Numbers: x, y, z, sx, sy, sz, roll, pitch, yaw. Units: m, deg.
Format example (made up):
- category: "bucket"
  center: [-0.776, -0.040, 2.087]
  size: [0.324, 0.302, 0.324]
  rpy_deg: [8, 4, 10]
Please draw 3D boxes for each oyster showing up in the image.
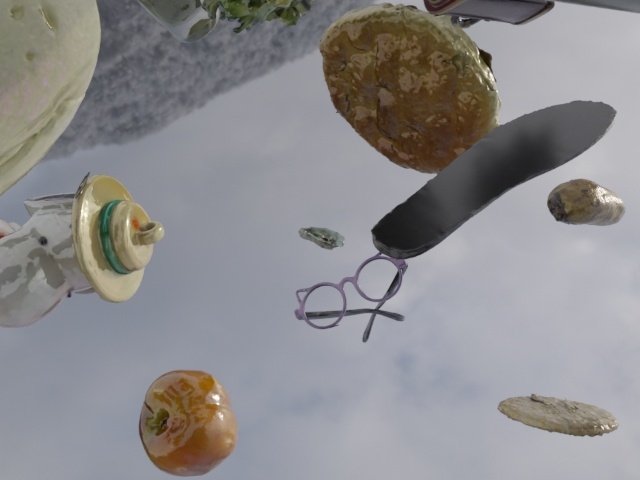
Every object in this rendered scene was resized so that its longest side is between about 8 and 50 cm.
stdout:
- category: "oyster"
  center: [-0.001, -0.001, 1.470]
  size: [0.098, 0.037, 0.100]
  rpy_deg: [11, -167, 1]

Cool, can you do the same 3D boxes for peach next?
- category: "peach"
  center: [-0.173, 0.242, 0.962]
  size: [0.138, 0.138, 0.138]
  rpy_deg: [-28, -154, 15]

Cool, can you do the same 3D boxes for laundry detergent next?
- category: "laundry detergent"
  center: [-0.225, -0.375, 1.058]
  size: [0.091, 0.181, 0.253]
  rpy_deg: [-38, 175, 5]

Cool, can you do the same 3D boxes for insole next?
- category: "insole"
  center: [0.181, -0.070, 0.743]
  size: [0.309, 0.012, 0.110]
  rpy_deg: [-35, -140, -21]

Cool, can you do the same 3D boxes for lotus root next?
- category: "lotus root"
  center: [0.573, -0.081, 1.555]
  size: [0.110, 0.258, 0.097]
  rpy_deg: [43, -62, 37]

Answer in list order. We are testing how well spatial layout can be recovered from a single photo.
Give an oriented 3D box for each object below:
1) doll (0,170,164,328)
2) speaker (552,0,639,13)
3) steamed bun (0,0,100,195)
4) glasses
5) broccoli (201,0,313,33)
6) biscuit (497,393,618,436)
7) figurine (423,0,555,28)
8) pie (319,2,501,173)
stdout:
- category: "doll"
  center: [-0.314, -0.007, 0.796]
  size: [0.208, 0.144, 0.271]
  rpy_deg: [-28, -148, -28]
- category: "speaker"
  center: [0.196, -0.340, 0.409]
  size: [0.184, 0.406, 0.183]
  rpy_deg: [8, 179, 9]
- category: "steamed bun"
  center: [-0.244, -0.092, 0.429]
  size: [0.250, 0.155, 0.200]
  rpy_deg: [-42, -140, -5]
- category: "glasses"
  center: [0.050, 0.072, 0.848]
  size: [0.139, 0.104, 0.063]
  rpy_deg: [-28, -118, 10]
- category: "broccoli"
  center: [-0.050, -0.395, 0.748]
  size: [0.272, 0.324, 0.334]
  rpy_deg: [9, -107, 49]
- category: "biscuit"
  center: [0.440, 0.322, 1.350]
  size: [0.219, 0.033, 0.220]
  rpy_deg: [4, -178, 0]
- category: "figurine"
  center: [0.186, -0.269, 0.797]
  size: [0.098, 0.154, 0.083]
  rpy_deg: [137, -53, -57]
- category: "pie"
  center: [0.149, -0.246, 1.202]
  size: [0.339, 0.339, 0.083]
  rpy_deg: [-2, -140, 49]
